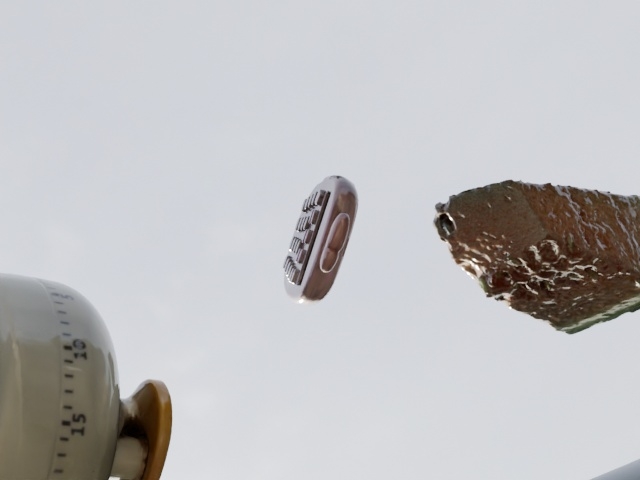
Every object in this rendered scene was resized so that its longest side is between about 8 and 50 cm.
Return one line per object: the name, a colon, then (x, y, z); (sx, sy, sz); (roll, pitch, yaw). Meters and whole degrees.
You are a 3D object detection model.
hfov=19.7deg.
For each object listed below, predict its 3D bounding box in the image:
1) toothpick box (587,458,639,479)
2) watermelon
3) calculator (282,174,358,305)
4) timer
toothpick box: (0.250, 0.349, 1.762); (0.354, 0.263, 0.263); (-15, -52, -35)
watermelon: (0.214, 0.003, 1.854); (0.193, 0.140, 0.256); (-20, -22, 25)
calculator: (0.000, 0.000, 1.408); (0.024, 0.166, 0.103); (19, -91, -11)
timer: (-0.261, 0.134, 1.417); (0.240, 0.233, 0.233); (10, -65, -27)
